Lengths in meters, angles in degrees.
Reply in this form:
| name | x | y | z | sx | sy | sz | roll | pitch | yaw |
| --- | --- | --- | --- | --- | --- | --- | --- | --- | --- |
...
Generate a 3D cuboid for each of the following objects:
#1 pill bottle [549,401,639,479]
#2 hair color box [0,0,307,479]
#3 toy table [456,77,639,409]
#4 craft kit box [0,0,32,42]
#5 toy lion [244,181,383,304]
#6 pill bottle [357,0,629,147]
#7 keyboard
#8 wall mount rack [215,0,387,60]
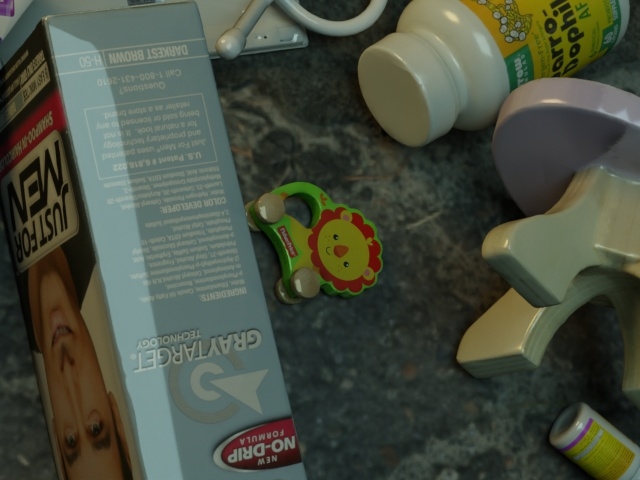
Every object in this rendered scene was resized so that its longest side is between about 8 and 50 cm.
| name | x | y | z | sx | sy | sz | roll | pitch | yaw |
| --- | --- | --- | --- | --- | --- | --- | --- | --- | --- |
| pill bottle | 0.225 | 0.168 | 1.369 | 0.083 | 0.043 | 0.043 | 39 | 66 | -11 |
| hair color box | -0.123 | 0.048 | 1.162 | 0.113 | 0.185 | 0.375 | -11 | 83 | -26 |
| toy table | 0.226 | 0.019 | 1.305 | 0.274 | 0.252 | 0.161 | 33 | 57 | -23 |
| craft kit box | -0.325 | -0.187 | 1.131 | 0.250 | 0.061 | 0.247 | 42 | 55 | -21 |
| toy lion | 0.000 | 0.000 | 1.316 | 0.096 | 0.034 | 0.100 | -26 | 89 | -33 |
| pill bottle | 0.134 | -0.159 | 1.359 | 0.208 | 0.117 | 0.118 | -32 | 92 | -26 |
| keyboard | -0.130 | -0.167 | 1.304 | 0.256 | 0.014 | 0.072 | -10 | 78 | -26 |
| wall mount rack | -0.081 | -0.279 | 1.271 | 0.350 | 0.130 | 0.304 | 44 | 58 | -8 |
